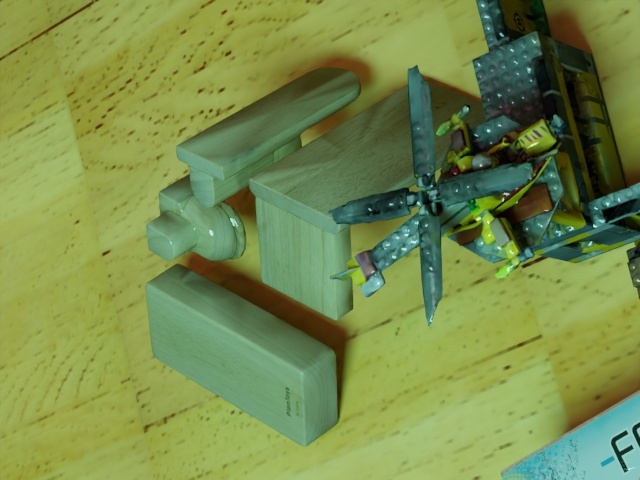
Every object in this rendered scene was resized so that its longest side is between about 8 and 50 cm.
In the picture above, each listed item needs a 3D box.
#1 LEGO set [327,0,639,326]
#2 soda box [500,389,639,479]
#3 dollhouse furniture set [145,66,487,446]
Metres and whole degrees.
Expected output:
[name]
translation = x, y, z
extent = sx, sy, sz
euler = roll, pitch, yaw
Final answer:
[LEGO set]
translation = 0.108, -0.138, 0.763
extent = 0.255, 0.192, 0.331
euler = -14, 76, 34
[soda box]
translation = 0.171, 0.082, 0.770
extent = 0.183, 0.063, 0.058
euler = -34, 65, 27
[dollhouse furniture set]
translation = 0.000, 0.000, 0.925
extent = 0.144, 0.123, 0.151
euler = 27, 135, 35
